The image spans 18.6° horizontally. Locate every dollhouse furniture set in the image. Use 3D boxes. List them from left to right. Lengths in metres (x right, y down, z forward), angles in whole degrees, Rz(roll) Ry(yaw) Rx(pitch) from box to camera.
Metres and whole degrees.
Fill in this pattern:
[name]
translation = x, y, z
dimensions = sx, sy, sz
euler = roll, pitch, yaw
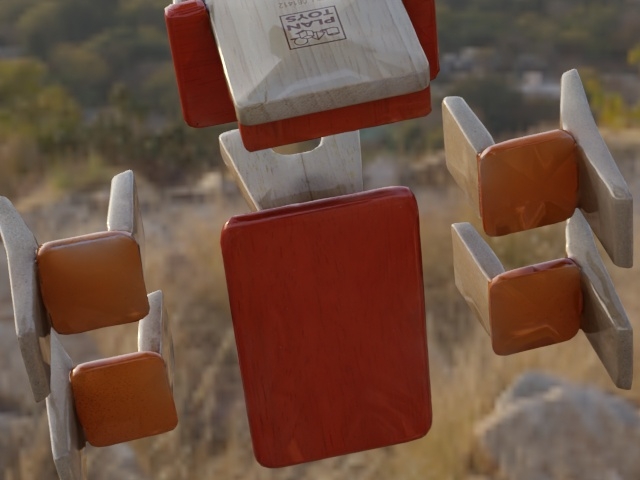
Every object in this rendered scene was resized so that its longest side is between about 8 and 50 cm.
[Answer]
[dollhouse furniture set]
translation = 0.000, 0.000, 0.798
dimensions = 0.262, 0.259, 0.135
euler = -12, 42, -5
